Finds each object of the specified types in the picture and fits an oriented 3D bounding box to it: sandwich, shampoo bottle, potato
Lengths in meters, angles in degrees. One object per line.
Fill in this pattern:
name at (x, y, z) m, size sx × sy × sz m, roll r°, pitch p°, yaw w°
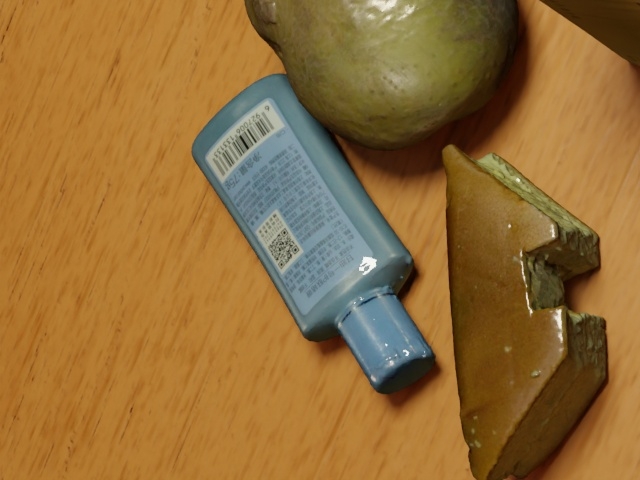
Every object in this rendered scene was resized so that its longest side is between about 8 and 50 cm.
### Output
sandwich at (0.144, 0.043, 1.196) m, size 0.088 × 0.090 × 0.244 m, roll -15°, pitch 71°, yaw 33°
shampoo bottle at (0.000, 0.000, 1.307) m, size 0.104 × 0.061 × 0.258 m, roll -41°, pitch 63°, yaw 18°
potato at (0.034, -0.187, 1.270) m, size 0.174 × 0.159 × 0.251 m, roll -30°, pitch 77°, yaw -5°

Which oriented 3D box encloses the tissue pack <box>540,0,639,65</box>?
tissue pack at (0.221, -0.205, 1.109) m, size 0.125 × 0.234 × 0.159 m, roll 12°, pitch 87°, yaw 30°
